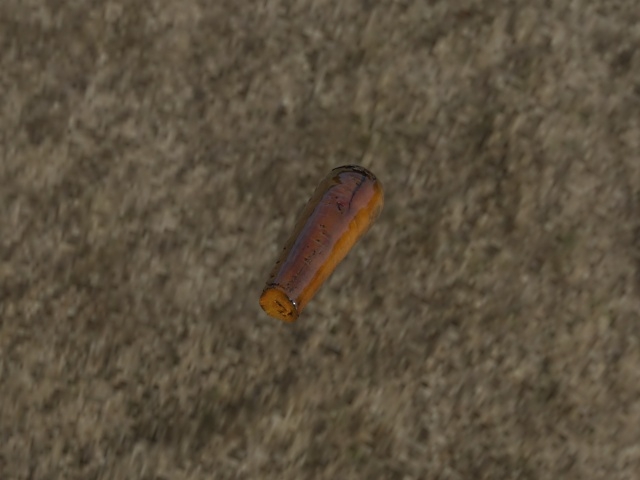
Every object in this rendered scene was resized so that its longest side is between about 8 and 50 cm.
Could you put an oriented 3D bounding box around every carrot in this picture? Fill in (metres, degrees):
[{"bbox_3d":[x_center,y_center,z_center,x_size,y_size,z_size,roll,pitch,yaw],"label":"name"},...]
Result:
[{"bbox_3d":[0.000,0.000,1.407,0.055,0.055,0.161,31,46,7],"label":"carrot"}]
